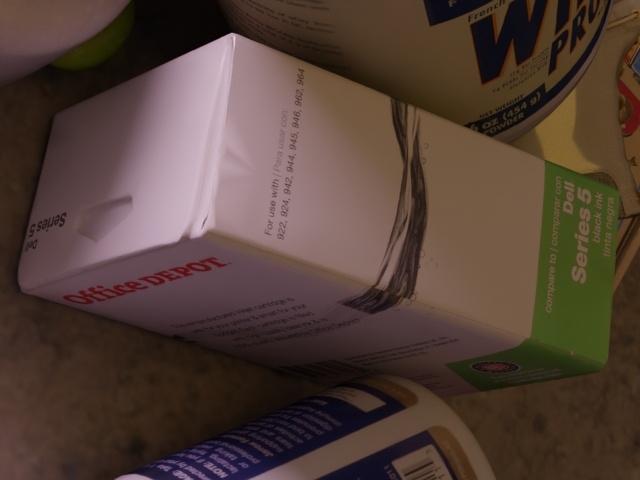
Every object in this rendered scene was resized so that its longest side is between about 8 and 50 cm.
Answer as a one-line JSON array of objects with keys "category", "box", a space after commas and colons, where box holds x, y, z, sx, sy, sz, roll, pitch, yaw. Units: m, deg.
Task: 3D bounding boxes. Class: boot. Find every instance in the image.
[{"category": "boot", "box": [0.182, -0.095, 1.165, 0.213, 0.077, 0.165, -18, 91, -32]}]

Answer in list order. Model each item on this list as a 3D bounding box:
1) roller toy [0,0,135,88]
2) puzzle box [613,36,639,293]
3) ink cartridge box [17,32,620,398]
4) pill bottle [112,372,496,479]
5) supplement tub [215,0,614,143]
[{"category": "roller toy", "box": [-0.189, -0.177, 0.930, 0.209, 0.146, 0.191, -17, 90, -37]}, {"category": "puzzle box", "box": [0.184, -0.181, 1.264, 0.272, 0.052, 0.409, 45, 58, -21]}, {"category": "ink cartridge box", "box": [0.000, 0.000, 0.999, 0.273, 0.198, 0.115, 20, 69, -32]}, {"category": "pill bottle", "box": [-0.040, 0.180, 0.960, 0.264, 0.153, 0.153, -19, 92, -36]}, {"category": "supplement tub", "box": [0.035, -0.203, 0.948, 0.325, 0.235, 0.235, 63, 36, -66]}]
